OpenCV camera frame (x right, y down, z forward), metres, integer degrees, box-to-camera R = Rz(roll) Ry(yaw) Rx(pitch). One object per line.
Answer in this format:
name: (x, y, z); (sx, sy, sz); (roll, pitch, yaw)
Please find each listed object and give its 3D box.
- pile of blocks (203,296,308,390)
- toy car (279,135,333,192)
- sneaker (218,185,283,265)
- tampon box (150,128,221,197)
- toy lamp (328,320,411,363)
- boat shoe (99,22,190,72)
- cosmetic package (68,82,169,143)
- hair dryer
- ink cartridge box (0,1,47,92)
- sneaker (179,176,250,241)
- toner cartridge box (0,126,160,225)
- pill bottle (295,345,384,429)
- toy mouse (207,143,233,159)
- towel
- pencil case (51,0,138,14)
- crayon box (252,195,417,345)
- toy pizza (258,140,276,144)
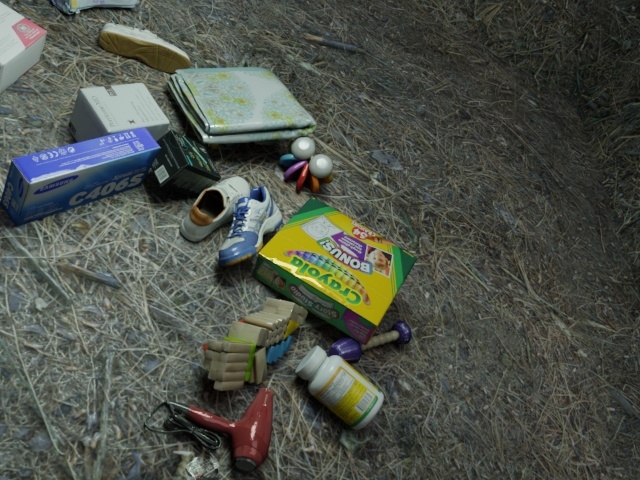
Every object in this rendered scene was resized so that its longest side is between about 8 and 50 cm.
pile of blocks: (-0.170, 0.247, 1.476); (0.113, 0.148, 0.362); (10, 20, 29)
toy car: (-0.053, -0.228, 1.927); (0.136, 0.159, 0.182); (-43, 86, -11)
sneaker: (-0.207, -0.043, 1.634); (0.130, 0.112, 0.296); (68, 26, -22)
tampon box: (-0.367, -0.201, 1.635); (0.120, 0.101, 0.161); (60, 15, 18)
toy lamp: (0.137, 0.280, 1.677); (0.275, 0.080, 0.080); (-11, 64, -41)
boat shoe: (-0.535, -0.608, 1.894); (0.277, 0.098, 0.096); (16, 49, -25)
cosmetic package: (-0.529, -0.301, 1.603); (0.184, 0.151, 0.151); (-22, 70, -45)
hair dryer: (-0.205, 0.400, 1.321); (0.294, 0.080, 0.223); (-17, 67, -44)
ink cartridge box: (-0.887, -0.530, 1.551); (0.283, 0.117, 0.207); (31, 43, -12)
sneaker: (-0.262, -0.110, 1.670); (0.106, 0.123, 0.290); (38, 41, -2)
toner cartridge box: (-0.562, -0.158, 1.453); (0.075, 0.165, 0.348); (51, 43, 10)
pill bottle: (0.044, 0.360, 1.511); (0.208, 0.117, 0.117); (40, 42, -2)
toy mouse: (-0.313, -0.338, 1.885); (0.161, 0.031, 0.143); (43, 42, 1)
towel: (-0.243, -0.414, 1.869); (0.375, 0.090, 0.320); (-11, 50, -30)
pencil case: (-0.697, -0.778, 1.903); (0.273, 0.113, 0.124); (-32, 88, -47)
crayon box: (0.046, 0.072, 1.700); (0.363, 0.106, 0.313); (30, 42, 8)
toy pizza: (-0.231, -0.365, 1.952); (0.201, 0.032, 0.201); (26, 31, -17)
